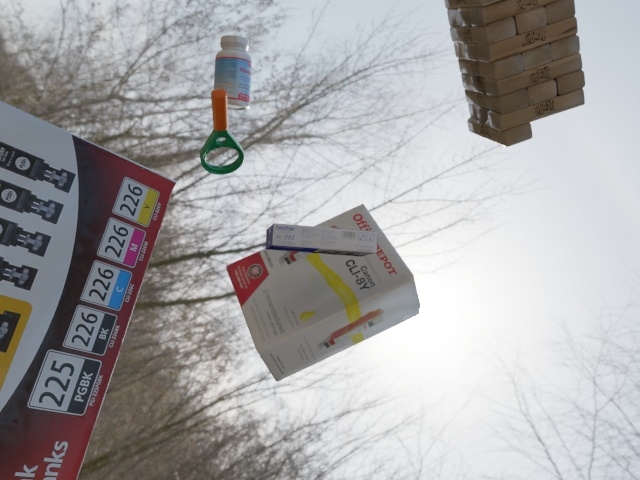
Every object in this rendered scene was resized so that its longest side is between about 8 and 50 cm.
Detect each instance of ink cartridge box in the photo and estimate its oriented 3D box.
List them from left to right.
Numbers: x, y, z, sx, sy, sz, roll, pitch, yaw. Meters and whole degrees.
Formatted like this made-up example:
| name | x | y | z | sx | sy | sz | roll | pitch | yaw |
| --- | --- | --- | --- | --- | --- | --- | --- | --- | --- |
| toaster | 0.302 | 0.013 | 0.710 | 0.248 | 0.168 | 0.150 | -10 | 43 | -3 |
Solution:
| name | x | y | z | sx | sy | sz | roll | pitch | yaw |
| --- | --- | --- | --- | --- | --- | --- | --- | --- | --- |
| ink cartridge box | -0.291 | 0.051 | 0.373 | 0.130 | 0.272 | 0.309 | -7 | -115 | 50 |
| ink cartridge box | 0.000 | 0.000 | 1.063 | 0.097 | 0.207 | 0.046 | 158 | -64 | -75 |
| ink cartridge box | 0.005 | 0.115 | 1.288 | 0.160 | 0.385 | 0.279 | 71 | -8 | -48 |

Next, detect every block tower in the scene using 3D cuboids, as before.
| name | x | y | z | sx | sy | sz | roll | pitch | yaw |
| --- | --- | --- | --- | --- | --- | --- | --- | --- | --- |
| block tower | 0.168 | -0.267 | 0.503 | 0.091 | 0.097 | 0.335 | -112 | -176 | -67 |

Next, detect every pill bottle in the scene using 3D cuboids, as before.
| name | x | y | z | sx | sy | sz | roll | pitch | yaw |
| --- | --- | --- | --- | --- | --- | --- | --- | --- | --- |
| pill bottle | -0.206 | -0.394 | 1.262 | 0.087 | 0.087 | 0.160 | 11 | -81 | 59 |

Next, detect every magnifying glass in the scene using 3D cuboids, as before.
| name | x | y | z | sx | sy | sz | roll | pitch | yaw |
| --- | --- | --- | --- | --- | --- | --- | --- | --- | --- |
| magnifying glass | -0.201 | -0.212 | 1.078 | 0.231 | 0.092 | 0.026 | 104 | -26 | -59 |
